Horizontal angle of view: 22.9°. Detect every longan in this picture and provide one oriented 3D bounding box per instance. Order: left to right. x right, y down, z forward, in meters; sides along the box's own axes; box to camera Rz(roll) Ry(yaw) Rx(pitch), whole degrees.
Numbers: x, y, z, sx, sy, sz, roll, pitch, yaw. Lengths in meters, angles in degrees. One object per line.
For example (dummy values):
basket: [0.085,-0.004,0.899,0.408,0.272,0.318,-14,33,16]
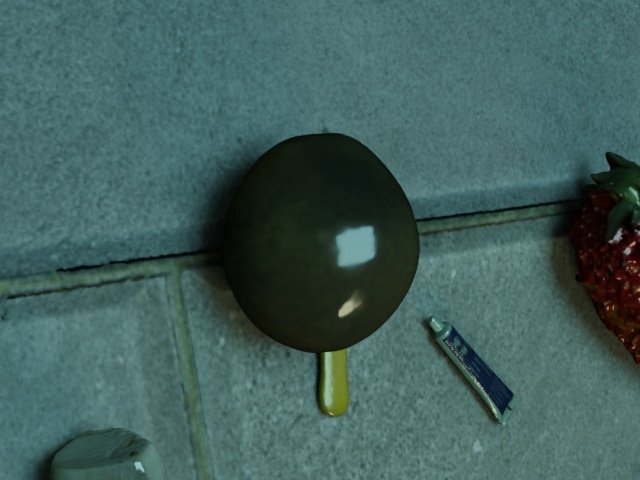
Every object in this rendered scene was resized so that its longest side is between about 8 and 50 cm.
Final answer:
longan: [0.000,0.000,1.326,0.167,0.167,0.187,19,50,-36]

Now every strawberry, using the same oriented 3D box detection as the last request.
strawberry: [0.331,0.036,1.635,0.228,0.098,0.174,62,35,-29]

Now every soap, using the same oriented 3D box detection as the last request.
soap: [0.011,0.112,1.406,0.034,0.012,0.089,6,79,-38]

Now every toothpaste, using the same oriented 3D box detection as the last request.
toothpaste: [0.144,0.120,1.510,0.140,0.021,0.037,49,55,-25]

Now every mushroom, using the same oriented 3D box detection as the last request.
mushroom: [-0.131,0.251,1.225,0.092,0.081,0.223,-33,108,-17]
